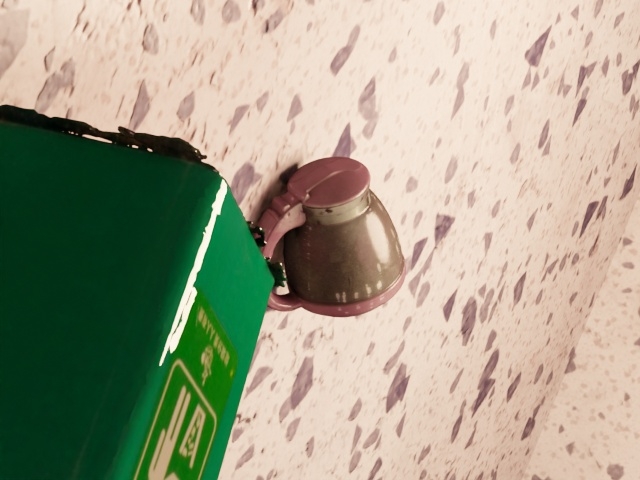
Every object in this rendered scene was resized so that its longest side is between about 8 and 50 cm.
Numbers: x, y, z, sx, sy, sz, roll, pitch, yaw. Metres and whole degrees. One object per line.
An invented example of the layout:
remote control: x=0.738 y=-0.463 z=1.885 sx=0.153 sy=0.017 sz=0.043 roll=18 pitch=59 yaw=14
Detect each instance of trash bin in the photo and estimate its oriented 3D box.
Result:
trash bin: x=-0.202 y=0.128 z=1.120 sx=0.259 sy=0.295 sz=0.381 roll=68 pitch=39 yaw=-59

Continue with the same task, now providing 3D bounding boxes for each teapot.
teapot: x=0.001 y=-0.006 z=1.647 sx=0.116 sy=0.148 sz=0.146 roll=-97 pitch=176 yaw=-54
